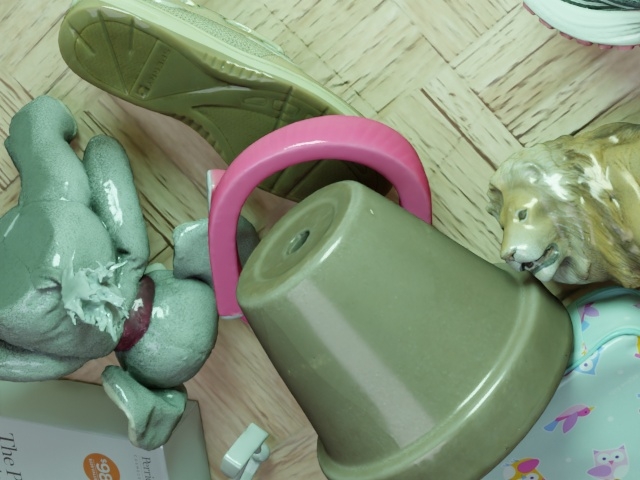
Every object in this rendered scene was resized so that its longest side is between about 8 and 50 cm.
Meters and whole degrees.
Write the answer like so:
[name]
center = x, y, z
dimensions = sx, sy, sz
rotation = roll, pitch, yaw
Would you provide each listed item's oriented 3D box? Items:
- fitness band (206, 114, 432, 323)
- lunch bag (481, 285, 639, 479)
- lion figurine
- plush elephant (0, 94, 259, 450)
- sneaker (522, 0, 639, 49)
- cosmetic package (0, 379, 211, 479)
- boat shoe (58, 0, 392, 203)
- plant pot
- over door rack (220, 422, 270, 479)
[fitness band]
center = 0.000, 0.000, 1.685
dimensions = 0.209, 0.054, 0.291
rotation = -3, 137, -1
[lunch bag]
center = 0.240, 0.189, 1.666
dimensions = 0.279, 0.108, 0.224
rotation = -37, 114, 22
[lion figurine]
center = 0.321, -0.068, 1.489
dimensions = 0.240, 0.142, 0.392
rotation = 49, 125, 9
[plush elephant]
center = -0.210, 0.052, 1.800
dimensions = 0.255, 0.272, 0.330
rotation = 34, 178, -42
[sneaker]
center = 0.273, -0.212, 1.399
dimensions = 0.299, 0.121, 0.112
rotation = 21, 136, 41
[cosmetic package]
center = -0.257, 0.341, 2.081
dimensions = 0.284, 0.097, 0.377
rotation = 5, 121, 22
[boat shoe]
center = -0.073, -0.148, 1.668
dimensions = 0.341, 0.110, 0.121
rotation = 31, 126, -16
[plant pot]
center = 0.050, 0.077, 1.587
dimensions = 0.263, 0.263, 0.229
rotation = -30, 115, 38
[over door rack]
center = 0.009, 0.301, 1.866
dimensions = 0.239, 0.108, 0.324
rotation = 33, 157, 6
